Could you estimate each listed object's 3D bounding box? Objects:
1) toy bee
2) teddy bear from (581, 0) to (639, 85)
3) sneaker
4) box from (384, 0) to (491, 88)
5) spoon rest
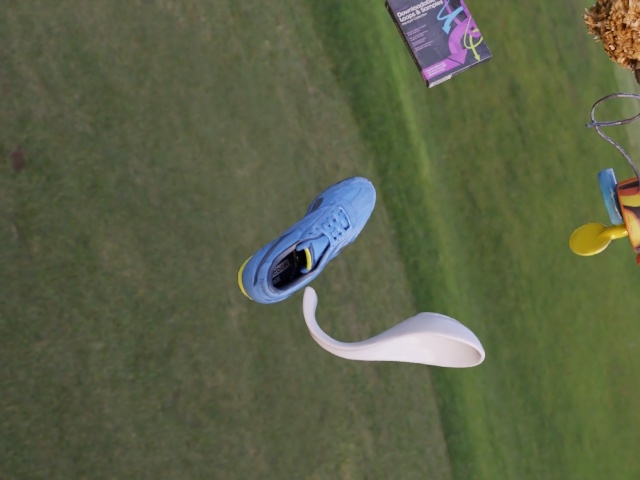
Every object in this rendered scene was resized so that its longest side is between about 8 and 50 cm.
[{"bbox_3d":[0.385,-0.026,1.279,0.298,0.195,0.162,20,53,-40],"label":"toy bee"},{"bbox_3d":[0.439,-0.189,1.088,0.245,0.338,0.113,33,-66,55],"label":"teddy bear"},{"bbox_3d":[0.000,0.000,1.213,0.069,0.209,0.082,56,-24,-15],"label":"sneaker"},{"bbox_3d":[0.191,-0.343,1.726,0.162,0.116,0.029,63,-5,9],"label":"box"},{"bbox_3d":[0.101,0.141,1.540,0.137,0.277,0.084,71,34,-64],"label":"spoon rest"}]
